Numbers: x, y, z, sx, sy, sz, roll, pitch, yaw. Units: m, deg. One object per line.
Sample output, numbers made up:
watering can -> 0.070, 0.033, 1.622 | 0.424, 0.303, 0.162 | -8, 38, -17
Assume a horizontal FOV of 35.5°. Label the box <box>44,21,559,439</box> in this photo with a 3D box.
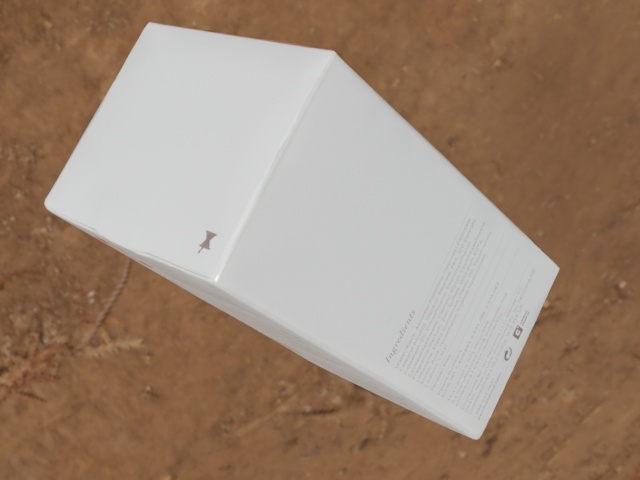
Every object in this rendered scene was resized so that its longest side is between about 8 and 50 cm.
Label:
box -> 0.000, 0.000, 0.793 | 0.345, 0.215, 0.168 | 36, 78, -45
